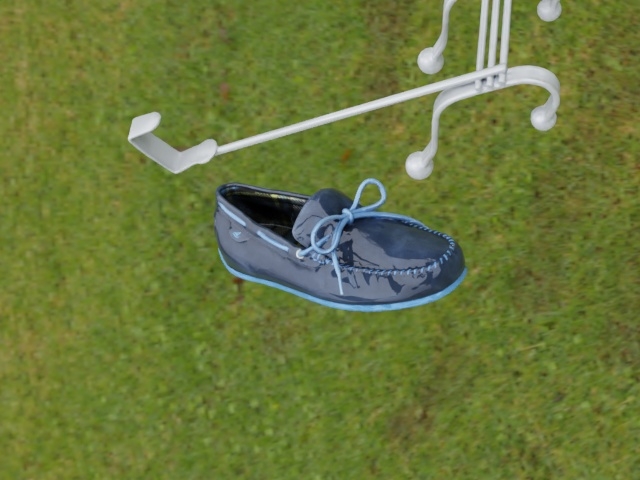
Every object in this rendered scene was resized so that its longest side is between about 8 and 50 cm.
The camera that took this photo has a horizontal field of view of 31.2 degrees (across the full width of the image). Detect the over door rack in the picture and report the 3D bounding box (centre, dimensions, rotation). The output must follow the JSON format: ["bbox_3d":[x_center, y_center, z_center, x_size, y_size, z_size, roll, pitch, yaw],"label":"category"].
[{"bbox_3d":[0.034,-0.166,0.911,0.324,0.108,0.239,-6,54,21],"label":"over door rack"}]

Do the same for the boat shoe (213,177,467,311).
[{"bbox_3d":[0.000,0.000,0.994,0.258,0.109,0.089,4,124,31],"label":"boat shoe"}]
